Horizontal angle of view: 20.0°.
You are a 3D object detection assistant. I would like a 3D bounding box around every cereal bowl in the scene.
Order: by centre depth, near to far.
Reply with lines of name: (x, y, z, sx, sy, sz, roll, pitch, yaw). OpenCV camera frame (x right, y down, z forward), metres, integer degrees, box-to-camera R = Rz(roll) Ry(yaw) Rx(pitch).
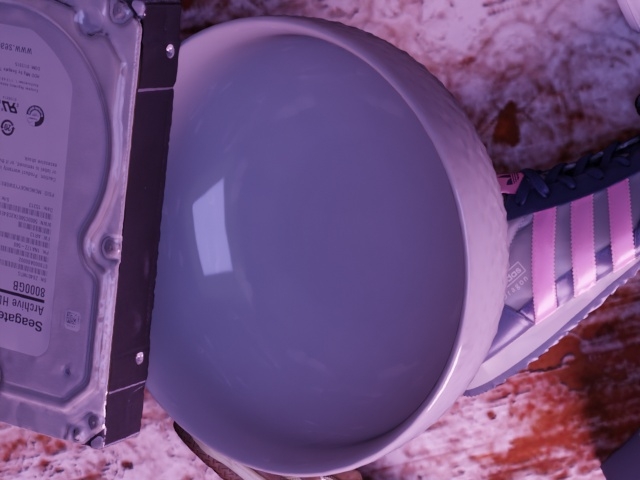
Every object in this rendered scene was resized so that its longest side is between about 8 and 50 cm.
cereal bowl: (0.000, 0.000, 1.358, 0.339, 0.141, 0.339, 4, 97, 34)

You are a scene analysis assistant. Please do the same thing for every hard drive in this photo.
hard drive: (-0.233, -0.031, 1.377, 0.236, 0.064, 0.339, 13, 104, 26)

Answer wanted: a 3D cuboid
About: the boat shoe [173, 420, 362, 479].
boat shoe: (0.003, 0.192, 1.467, 0.257, 0.095, 0.095, 38, 85, -13)

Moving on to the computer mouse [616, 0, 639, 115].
computer mouse: (0.258, -0.198, 1.402, 0.106, 0.042, 0.193, -26, 101, 6)

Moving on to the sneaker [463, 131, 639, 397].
sneaker: (0.190, -0.023, 1.403, 0.319, 0.112, 0.131, -43, 98, 7)

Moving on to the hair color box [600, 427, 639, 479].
hair color box: (0.428, 0.255, 1.460, 0.374, 0.113, 0.185, 42, 99, -7)
